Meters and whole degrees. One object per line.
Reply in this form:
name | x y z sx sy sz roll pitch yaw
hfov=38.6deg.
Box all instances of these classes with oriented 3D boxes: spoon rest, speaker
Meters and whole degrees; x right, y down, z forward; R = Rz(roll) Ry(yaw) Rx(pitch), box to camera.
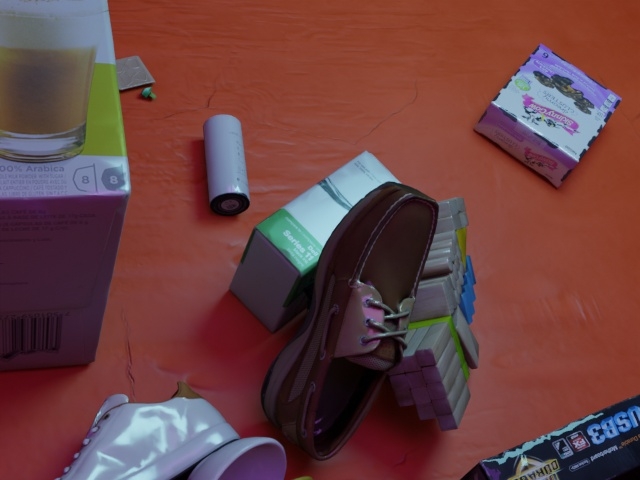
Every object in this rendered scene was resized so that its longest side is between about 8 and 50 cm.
spoon rest | -0.137 0.303 0.923 0.276 0.137 0.084 -34 50 -25
speaker | -0.128 -0.104 1.239 0.055 0.055 0.136 2 57 -18

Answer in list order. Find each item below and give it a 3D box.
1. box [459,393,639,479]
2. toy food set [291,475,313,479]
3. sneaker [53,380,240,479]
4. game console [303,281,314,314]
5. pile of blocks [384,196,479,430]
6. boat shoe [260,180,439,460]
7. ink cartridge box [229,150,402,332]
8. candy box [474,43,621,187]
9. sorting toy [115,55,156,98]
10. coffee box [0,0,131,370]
box | 0.238 0.266 0.961 0.293 0.295 0.073 -15 61 -28
toy food set | -0.034 0.352 0.926 0.071 0.128 0.218 -5 61 2
sneaker | -0.230 0.240 0.948 0.290 0.106 0.123 -24 61 -41
game console | 0.032 0.073 1.105 0.071 0.107 0.122 62 21 7
pile of blocks | 0.130 0.089 1.183 0.112 0.149 0.362 -13 38 24
boat shoe | 0.049 0.098 1.004 0.122 0.324 0.120 13 20 -34
ink cartridge box | 0.000 0.000 1.151 0.087 0.153 0.208 44 56 13
candy box | 0.367 -0.203 1.468 0.165 0.070 0.196 36 53 7
sorting toy | -0.268 -0.228 1.303 0.062 0.012 0.083 -18 61 -34
coffee box | -0.399 -0.081 0.952 0.337 0.338 0.334 -1 57 -20
